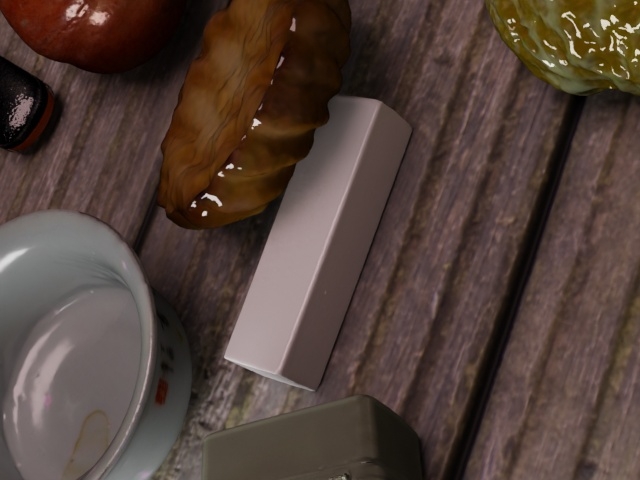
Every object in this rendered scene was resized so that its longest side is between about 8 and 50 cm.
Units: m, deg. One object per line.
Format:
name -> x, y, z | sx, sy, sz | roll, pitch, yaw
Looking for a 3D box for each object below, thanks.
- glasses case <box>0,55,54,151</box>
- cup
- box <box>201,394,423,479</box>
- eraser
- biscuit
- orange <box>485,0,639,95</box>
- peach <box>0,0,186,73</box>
glasses case -> -0.443, -0.199, 1.745 | 0.266, 0.067, 0.103 | 32, 88, 38
cup -> -0.273, 0.155, 1.433 | 0.347, 0.163, 0.347 | -12, 64, 27
box -> -0.009, 0.237, 1.248 | 0.210, 0.148, 0.129 | -17, 54, 23
eraser -> -0.001, 0.000, 1.380 | 0.078, 0.076, 0.298 | 14, 78, 35
biscuit -> -0.066, -0.156, 1.412 | 0.326, 0.107, 0.326 | -50, 25, 34
orange -> 0.300, -0.267, 1.225 | 0.368, 0.210, 0.271 | 12, 75, 33
peach -> -0.282, -0.306, 1.598 | 0.256, 0.232, 0.232 | -37, 53, 40
